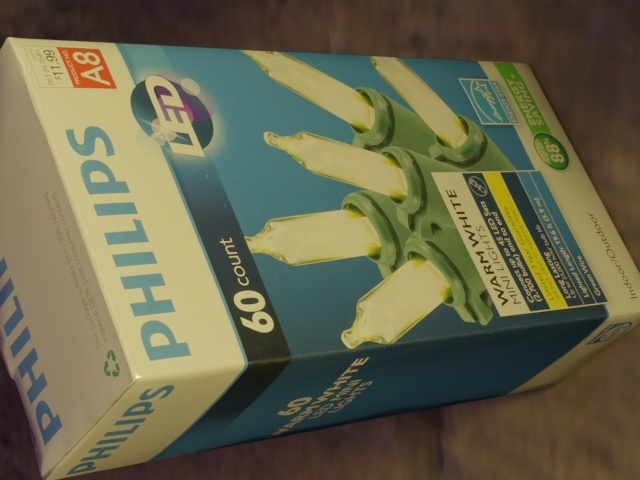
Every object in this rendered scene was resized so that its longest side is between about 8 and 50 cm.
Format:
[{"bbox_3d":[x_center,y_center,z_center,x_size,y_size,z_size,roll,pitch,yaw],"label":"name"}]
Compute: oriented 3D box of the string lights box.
[{"bbox_3d":[0.000,0.000,0.528,0.077,0.259,0.133,-45,61,41],"label":"string lights box"}]
